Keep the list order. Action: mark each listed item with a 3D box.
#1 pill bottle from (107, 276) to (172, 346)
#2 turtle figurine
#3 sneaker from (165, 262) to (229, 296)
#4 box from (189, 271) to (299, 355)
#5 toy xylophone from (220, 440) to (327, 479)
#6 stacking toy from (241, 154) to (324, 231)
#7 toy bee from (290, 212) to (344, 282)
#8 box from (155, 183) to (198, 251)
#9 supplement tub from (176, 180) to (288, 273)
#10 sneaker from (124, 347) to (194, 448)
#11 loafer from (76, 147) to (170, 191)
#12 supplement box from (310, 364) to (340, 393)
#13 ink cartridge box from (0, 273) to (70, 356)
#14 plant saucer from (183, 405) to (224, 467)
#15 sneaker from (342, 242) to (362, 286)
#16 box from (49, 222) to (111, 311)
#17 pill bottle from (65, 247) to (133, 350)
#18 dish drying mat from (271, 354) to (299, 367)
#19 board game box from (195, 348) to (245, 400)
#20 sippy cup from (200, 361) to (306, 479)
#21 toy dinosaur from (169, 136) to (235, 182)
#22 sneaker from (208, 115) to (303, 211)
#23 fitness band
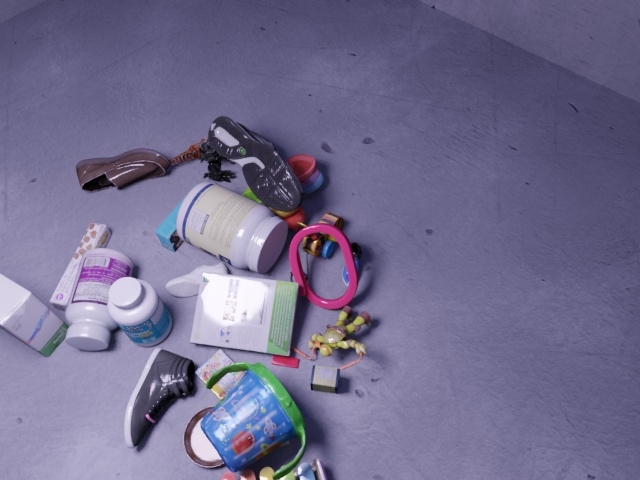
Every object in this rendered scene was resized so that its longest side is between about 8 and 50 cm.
[{"bbox_3d":[-0.558,0.214,1.517,0.146,0.264,0.146,0,57,0],"label":"pill bottle"},{"bbox_3d":[0.047,0.292,1.543,0.269,0.087,0.217,-4,27,41],"label":"turtle figurine"},{"bbox_3d":[-0.424,0.127,1.696,0.212,0.080,0.094,-12,46,-15],"label":"sneaker"},{"bbox_3d":[-0.240,0.234,1.585,0.321,0.058,0.233,7,79,6],"label":"box"},{"bbox_3d":[-0.142,0.672,1.333,0.322,0.081,0.236,-23,60,-14],"label":"toy xylophone"},{"bbox_3d":[-0.138,-0.176,1.893,0.279,0.130,0.309,2,50,33],"label":"stacking toy"},{"bbox_3d":[0.000,0.000,1.713,0.195,0.162,0.299,5,55,7],"label":"toy bee"},{"bbox_3d":[-0.492,-0.083,1.804,0.060,0.101,0.244,25,61,14],"label":"box"},{"bbox_3d":[-0.300,-0.042,1.699,0.324,0.236,0.236,25,61,15],"label":"supplement tub"},{"bbox_3d":[-0.462,0.461,1.452,0.146,0.105,0.296,5,53,9],"label":"sneaker"},{"bbox_3d":[-0.759,-0.251,1.907,0.365,0.134,0.130,-10,62,5],"label":"loafer"},{"bbox_3d":[0.015,0.420,1.492,0.083,0.083,0.056,7,60,5],"label":"supplement box"},{"bbox_3d":[-0.926,0.219,1.505,0.201,0.278,0.117,25,61,15],"label":"ink cartridge box"},{"bbox_3d":[-0.310,0.567,1.431,0.168,0.029,0.169,0,58,0],"label":"plant saucer"},{"bbox_3d":[0.109,0.078,1.711,0.058,0.085,0.152,10,58,6],"label":"sneaker"},{"bbox_3d":[-0.826,0.088,1.716,0.062,0.067,0.324,9,57,6],"label":"box"},{"bbox_3d":[-0.714,0.190,1.590,0.169,0.169,0.302,0,58,0],"label":"pill bottle"},{"bbox_3d":[-0.111,0.382,1.562,0.083,0.008,0.032,8,58,4],"label":"dish drying mat"},{"bbox_3d":[-0.297,0.425,1.523,0.154,0.026,0.103,38,64,22],"label":"board game box"},{"bbox_3d":[-0.195,0.494,1.350,0.224,0.240,0.305,-33,23,-23],"label":"sippy cup"},{"bbox_3d":[-0.425,-0.344,1.974,0.321,0.164,0.218,-31,46,2],"label":"toy dinosaur"},{"bbox_3d":[-0.180,-0.280,1.795,0.447,0.257,0.169,46,111,17],"label":"sneaker"},{"bbox_3d":[0.012,0.086,1.618,0.208,0.054,0.291,-12,101,12],"label":"fitness band"}]
